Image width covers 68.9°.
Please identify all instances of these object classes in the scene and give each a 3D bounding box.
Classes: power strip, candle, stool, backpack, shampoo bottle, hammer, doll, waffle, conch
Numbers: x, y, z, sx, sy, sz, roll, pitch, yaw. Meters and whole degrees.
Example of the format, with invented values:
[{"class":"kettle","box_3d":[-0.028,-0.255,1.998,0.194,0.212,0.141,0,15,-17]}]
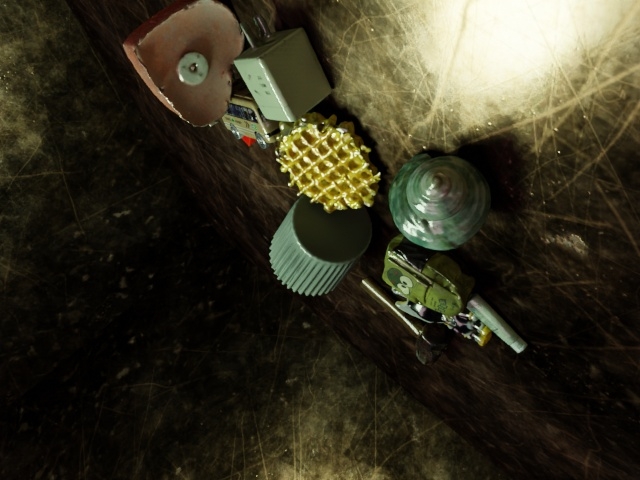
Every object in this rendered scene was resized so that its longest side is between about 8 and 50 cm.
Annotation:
[{"class":"power strip","box_3d":[-0.099,-0.405,1.073,0.140,0.139,0.224,27,153,51]},{"class":"candle","box_3d":[-0.361,-0.468,1.212,0.131,0.287,0.316,32,119,39]},{"class":"stool","box_3d":[0.000,0.000,1.502,0.297,0.297,0.330,46,158,5]},{"class":"backpack","box_3d":[0.290,0.093,1.252,0.253,0.140,0.207,34,159,19]},{"class":"shampoo bottle","box_3d":[0.470,0.222,1.252,0.191,0.041,0.069,44,156,8]},{"class":"hammer","box_3d":[0.299,0.268,1.719,0.409,0.095,0.242,45,163,27]},{"class":"doll","box_3d":[0.354,0.204,1.388,0.317,0.103,0.145,28,171,28]},{"class":"waffle","box_3d":[0.020,-0.205,1.234,0.330,0.062,0.329,19,141,16]},{"class":"conch","box_3d":[0.237,-0.087,0.953,0.277,0.196,0.220,13,-119,-77]}]

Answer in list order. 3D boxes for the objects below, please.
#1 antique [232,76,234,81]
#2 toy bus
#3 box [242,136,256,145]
[{"class":"antique","box_3d":[-0.373,-0.552,1.495,0.221,0.080,0.081,44,161,12]},{"class":"toy bus","box_3d":[-0.183,-0.378,1.340,0.290,0.139,0.157,32,152,50]},{"class":"box","box_3d":[-0.285,-0.417,1.640,0.152,0.048,0.100,49,164,2]}]
